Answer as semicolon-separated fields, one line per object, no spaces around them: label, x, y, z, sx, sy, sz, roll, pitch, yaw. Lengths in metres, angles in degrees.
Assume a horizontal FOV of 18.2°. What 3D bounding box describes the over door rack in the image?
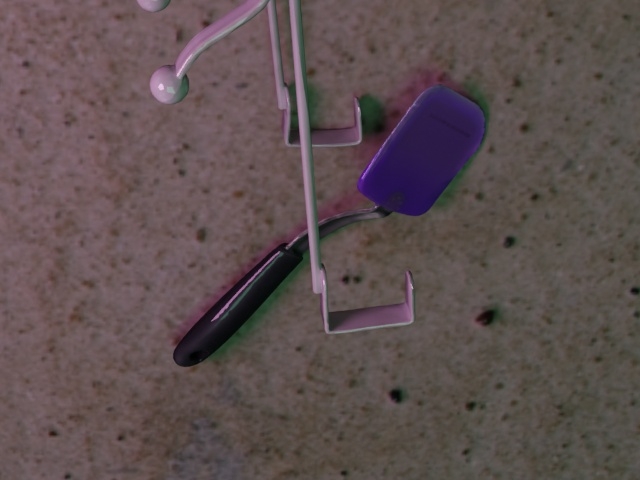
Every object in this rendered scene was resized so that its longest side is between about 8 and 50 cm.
over door rack;-0.044;-0.122;1.190;0.108;0.239;0.324;-17;125;3

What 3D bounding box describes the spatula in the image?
spatula;0.000;0.000;1.410;0.296;0.030;0.084;-39;143;24
